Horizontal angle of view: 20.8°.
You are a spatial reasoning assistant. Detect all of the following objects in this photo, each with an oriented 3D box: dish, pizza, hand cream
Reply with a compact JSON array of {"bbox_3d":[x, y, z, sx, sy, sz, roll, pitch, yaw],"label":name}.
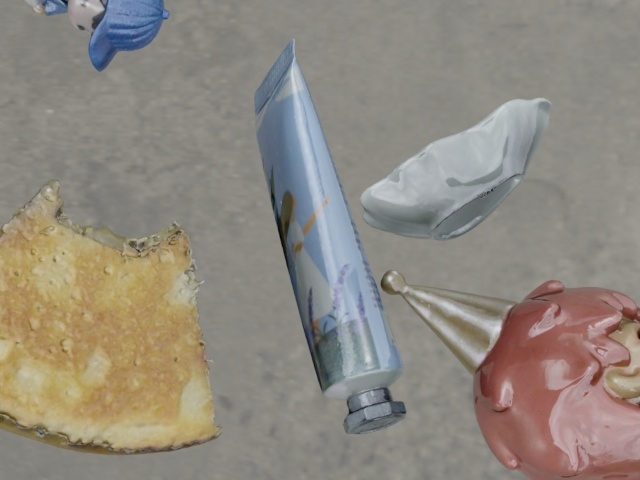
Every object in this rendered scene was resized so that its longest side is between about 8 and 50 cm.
[{"bbox_3d":[0.093,-0.035,1.080,0.091,0.137,0.039,19,40,-58],"label":"dish"},{"bbox_3d":[-0.220,0.070,1.541,0.323,0.089,0.223,20,80,-28],"label":"pizza"},{"bbox_3d":[0.000,0.000,1.198,0.058,0.091,0.271,-9,71,-22],"label":"hand cream"}]

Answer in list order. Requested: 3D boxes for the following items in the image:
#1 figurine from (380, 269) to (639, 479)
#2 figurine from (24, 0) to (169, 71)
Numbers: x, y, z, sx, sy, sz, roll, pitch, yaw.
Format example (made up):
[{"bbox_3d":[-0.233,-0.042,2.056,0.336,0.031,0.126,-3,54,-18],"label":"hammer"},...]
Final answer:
[{"bbox_3d":[0.218,0.111,1.163,0.166,0.387,0.207,-60,158,-5],"label":"figurine"},{"bbox_3d":[-0.204,-0.211,1.495,0.087,0.149,0.086,-40,157,-41],"label":"figurine"}]
